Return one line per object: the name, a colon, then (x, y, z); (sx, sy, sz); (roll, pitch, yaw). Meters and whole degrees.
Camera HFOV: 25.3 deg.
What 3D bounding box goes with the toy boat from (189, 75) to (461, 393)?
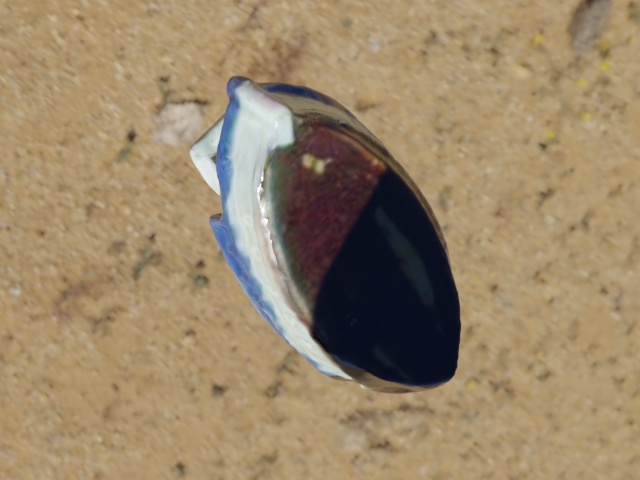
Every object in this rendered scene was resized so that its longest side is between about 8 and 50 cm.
toy boat: (0.000, 0.000, 0.824); (0.114, 0.115, 0.262); (-43, 126, -14)
